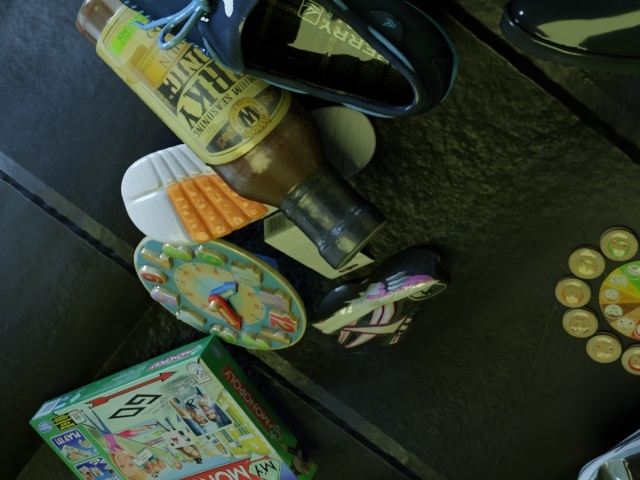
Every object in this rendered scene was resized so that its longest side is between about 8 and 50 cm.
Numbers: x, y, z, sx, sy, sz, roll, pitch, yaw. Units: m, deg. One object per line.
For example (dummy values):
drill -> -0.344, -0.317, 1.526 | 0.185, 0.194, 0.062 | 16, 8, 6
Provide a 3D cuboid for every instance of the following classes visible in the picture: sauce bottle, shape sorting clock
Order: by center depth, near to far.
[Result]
sauce bottle -> -0.078, -0.119, 1.127 | 0.344, 0.111, 0.111 | 44, 126, 3
shape sorting clock -> -0.111, 0.059, 1.310 | 0.206, 0.040, 0.206 | 14, 146, 10

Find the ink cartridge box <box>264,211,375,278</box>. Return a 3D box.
ink cartridge box -> 0.000, 0.000, 1.260 | 0.063, 0.029, 0.115 | -24, 144, 30

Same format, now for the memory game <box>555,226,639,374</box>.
memory game -> 0.330, 0.063, 1.205 | 0.186, 0.012, 0.186 | 9, 124, 13

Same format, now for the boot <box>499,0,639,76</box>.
boot -> 0.285, -0.234, 0.959 | 0.246, 0.094, 0.207 | 12, 129, 4

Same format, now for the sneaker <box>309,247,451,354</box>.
sneaker -> 0.076, 0.070, 1.272 | 0.077, 0.072, 0.178 | 46, 137, -19

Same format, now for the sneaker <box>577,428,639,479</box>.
sneaker -> 0.416, 0.213, 1.225 | 0.330, 0.146, 0.122 | -13, 92, 2

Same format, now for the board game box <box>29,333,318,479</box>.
board game box -> -0.186, 0.249, 1.472 | 0.317, 0.046, 0.213 | -24, 111, 36

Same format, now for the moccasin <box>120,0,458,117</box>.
moccasin -> -0.047, -0.202, 0.998 | 0.342, 0.117, 0.138 | 19, 117, 7

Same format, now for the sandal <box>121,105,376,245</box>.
sandal -> -0.068, -0.065, 1.222 | 0.265, 0.076, 0.102 | -16, 92, 6
